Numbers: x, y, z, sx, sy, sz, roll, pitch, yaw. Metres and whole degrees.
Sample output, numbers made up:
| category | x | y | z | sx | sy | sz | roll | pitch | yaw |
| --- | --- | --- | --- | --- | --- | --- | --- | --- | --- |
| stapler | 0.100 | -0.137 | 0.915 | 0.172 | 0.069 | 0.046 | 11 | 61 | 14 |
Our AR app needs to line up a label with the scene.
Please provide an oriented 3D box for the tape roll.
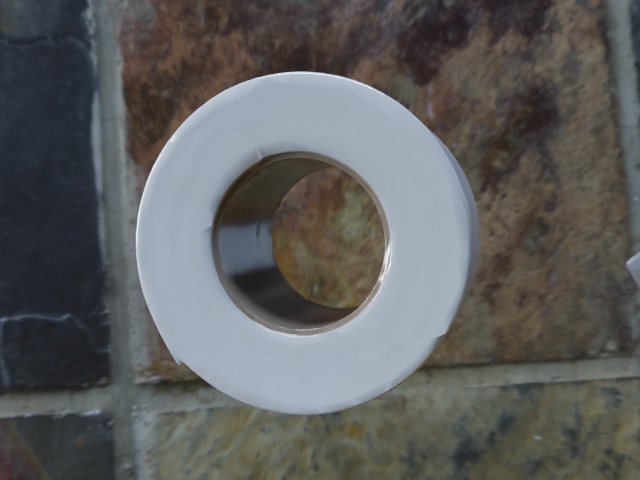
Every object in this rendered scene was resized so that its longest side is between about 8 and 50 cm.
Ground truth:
| category | x | y | z | sx | sy | sz | roll | pitch | yaw |
| --- | --- | --- | --- | --- | --- | --- | --- | --- | --- |
| tape roll | 0.000 | 0.000 | 0.773 | 0.246 | 0.169 | 0.246 | 1 | 92 | 12 |

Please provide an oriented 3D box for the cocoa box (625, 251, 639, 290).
| category | x | y | z | sx | sy | sz | roll | pitch | yaw |
| --- | --- | --- | --- | --- | --- | --- | --- | --- | --- |
| cocoa box | 0.489 | 0.016 | 0.885 | 0.347 | 0.228 | 0.231 | -24 | 79 | -46 |
